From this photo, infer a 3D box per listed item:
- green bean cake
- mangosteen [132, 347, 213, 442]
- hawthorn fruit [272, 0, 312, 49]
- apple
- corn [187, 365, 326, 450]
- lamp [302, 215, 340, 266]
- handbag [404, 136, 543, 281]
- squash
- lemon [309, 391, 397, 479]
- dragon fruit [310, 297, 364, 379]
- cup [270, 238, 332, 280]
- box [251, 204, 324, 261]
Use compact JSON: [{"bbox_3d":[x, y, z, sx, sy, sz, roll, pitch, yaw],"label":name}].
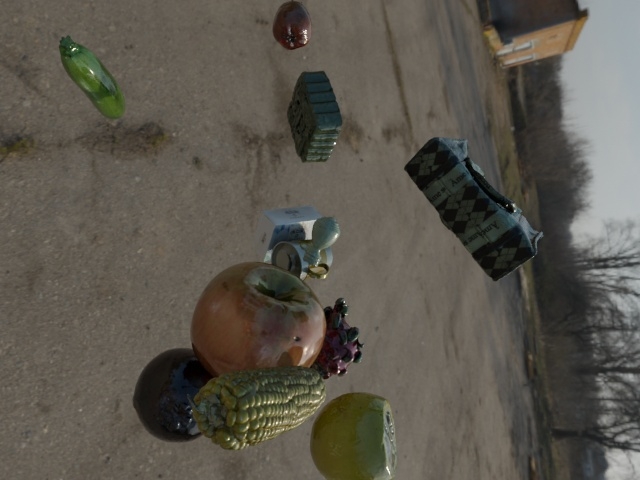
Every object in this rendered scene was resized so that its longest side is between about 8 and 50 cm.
[{"bbox_3d":[-0.018,-0.316,1.167,0.185,0.094,0.183,124,-44,-62],"label":"green bean cake"},{"bbox_3d":[-0.451,0.485,1.463,0.297,0.293,0.296,-12,118,-24],"label":"mangosteen"},{"bbox_3d":[-0.054,-0.430,0.893,0.081,0.081,0.093,43,45,-52],"label":"hawthorn fruit"},{"bbox_3d":[-0.191,0.256,1.335,0.346,0.392,0.391,-59,164,22],"label":"apple"},{"bbox_3d":[-0.072,0.234,0.657,0.310,0.102,0.101,29,58,-62],"label":"corn"},{"bbox_3d":[0.000,0.000,1.672,0.192,0.106,0.106,-61,151,4],"label":"lamp"},{"bbox_3d":[0.467,-0.119,1.333,0.416,0.180,0.317,53,35,8],"label":"handbag"},{"bbox_3d":[-0.697,-0.489,1.417,0.395,0.107,0.107,103,-13,-75],"label":"squash"},{"bbox_3d":[0.079,0.516,1.170,0.240,0.220,0.240,-9,90,-73],"label":"lemon"},{"bbox_3d":[0.037,0.342,1.594,0.198,0.218,0.272,5,56,-44],"label":"dragon fruit"},{"bbox_3d":[-0.055,0.093,1.889,0.226,0.241,0.185,-13,126,-47],"label":"cup"},{"bbox_3d":[-0.141,-0.034,1.995,0.274,0.116,0.203,-9,133,-39],"label":"box"}]
